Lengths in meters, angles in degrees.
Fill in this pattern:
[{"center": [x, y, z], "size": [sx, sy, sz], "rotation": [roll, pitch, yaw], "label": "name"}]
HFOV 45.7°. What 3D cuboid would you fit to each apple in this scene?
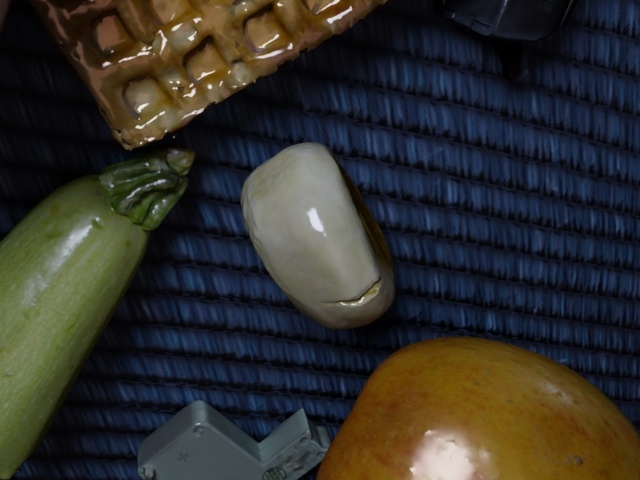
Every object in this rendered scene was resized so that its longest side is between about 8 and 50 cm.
[{"center": [0.132, 0.224, 0.671], "size": [0.275, 0.299, 0.299], "rotation": [32, 105, -1], "label": "apple"}]

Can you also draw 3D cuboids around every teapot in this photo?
[{"center": [0.168, -0.211, 0.584], "size": [0.096, 0.087, 0.177], "rotation": [9, 113, -28], "label": "teapot"}]

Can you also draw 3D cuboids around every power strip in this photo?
[{"center": [-0.056, 0.232, 0.749], "size": [0.145, 0.061, 0.215], "rotation": [-41, 119, 8], "label": "power strip"}]

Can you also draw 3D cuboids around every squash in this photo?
[{"center": [-0.209, 0.029, 0.599], "size": [0.137, 0.137, 0.287], "rotation": [35, 88, -26], "label": "squash"}]

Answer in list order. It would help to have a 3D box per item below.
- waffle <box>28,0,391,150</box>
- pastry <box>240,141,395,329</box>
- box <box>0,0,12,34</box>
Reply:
[{"center": [-0.051, -0.224, 0.516], "size": [0.308, 0.091, 0.213], "rotation": [-28, 119, 1], "label": "waffle"}, {"center": [0.000, 0.000, 0.601], "size": [0.092, 0.156, 0.156], "rotation": [-33, 119, 7], "label": "pastry"}, {"center": [-0.278, -0.183, 0.342], "size": [0.216, 0.301, 0.301], "rotation": [7, 116, -50], "label": "box"}]
